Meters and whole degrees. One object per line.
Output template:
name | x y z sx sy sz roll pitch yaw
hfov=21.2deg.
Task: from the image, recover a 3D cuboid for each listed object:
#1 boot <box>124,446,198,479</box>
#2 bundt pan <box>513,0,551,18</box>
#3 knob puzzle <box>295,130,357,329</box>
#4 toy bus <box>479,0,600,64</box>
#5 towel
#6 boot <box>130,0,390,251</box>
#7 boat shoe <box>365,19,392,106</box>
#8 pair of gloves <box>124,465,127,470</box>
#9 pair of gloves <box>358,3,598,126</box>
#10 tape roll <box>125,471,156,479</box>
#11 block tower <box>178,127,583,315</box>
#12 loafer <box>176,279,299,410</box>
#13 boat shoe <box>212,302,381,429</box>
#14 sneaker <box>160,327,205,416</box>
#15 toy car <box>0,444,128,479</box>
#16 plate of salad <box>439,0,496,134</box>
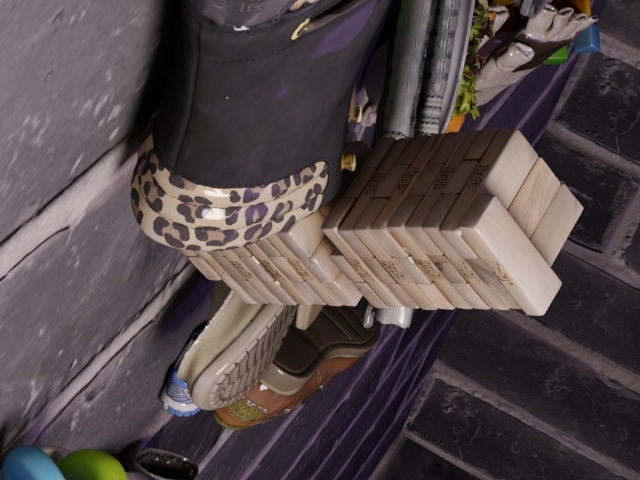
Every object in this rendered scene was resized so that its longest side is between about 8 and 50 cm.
boot | -0.180 0.295 1.630 0.208 0.076 0.189 -66 168 2
bundt pan | 0.225 -0.384 1.642 0.331 0.124 0.331 -59 170 -17
knob puzzle | 0.000 0.000 1.803 0.213 0.030 0.213 16 90 -81
toy bus | 0.210 -0.267 1.935 0.191 0.202 0.104 43 43 -77
towel | 0.063 -0.089 1.497 0.312 0.056 0.324 -136 -126 -86
boot | 0.015 -0.174 1.131 0.377 0.138 0.284 -45 160 -46
boat shoe | 0.083 -0.195 1.690 0.043 0.049 0.137 -47 158 -62
pair of gloves | -0.200 0.251 1.615 0.083 0.010 0.074 -67 166 22
pair of gloves | 0.164 -0.178 1.802 0.240 0.042 0.204 -15 160 -47
tape roll | -0.158 0.341 1.443 0.246 0.169 0.246 -40 149 -30
block tower | 0.034 -0.013 1.230 0.335 0.091 0.097 2 -128 50
loafer | -0.058 0.032 1.474 0.268 0.092 0.102 -56 168 -38
boat shoe | -0.034 0.122 1.859 0.104 0.111 0.307 -50 167 22
sneaker | -0.098 0.104 1.604 0.135 0.052 0.058 -54 164 -37
toy car | -0.208 0.220 1.184 0.136 0.159 0.182 34 84 -44
plate of salad | 0.128 -0.186 1.519 0.200 0.048 0.199 -171 -90 -87
